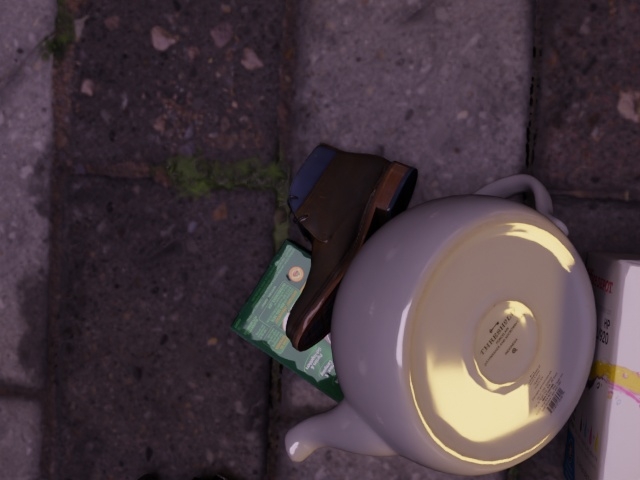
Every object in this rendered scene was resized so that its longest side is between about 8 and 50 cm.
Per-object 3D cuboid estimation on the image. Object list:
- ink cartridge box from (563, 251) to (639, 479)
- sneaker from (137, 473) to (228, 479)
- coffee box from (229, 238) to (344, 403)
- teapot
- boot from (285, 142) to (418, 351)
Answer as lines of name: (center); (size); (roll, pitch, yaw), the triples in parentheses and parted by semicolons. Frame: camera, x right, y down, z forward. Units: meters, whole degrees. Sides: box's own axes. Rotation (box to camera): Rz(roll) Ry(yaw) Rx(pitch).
ink cartridge box: (0.325, 0.132, 0.781); (0.168, 0.171, 0.232); (6, 93, 7)
sneaker: (-0.088, 0.291, 0.891); (0.232, 0.081, 0.090); (0, 100, 9)
coffee box: (0.013, 0.094, 0.887); (0.184, 0.040, 0.113); (32, 94, 5)
teapot: (0.106, 0.071, 0.775); (0.256, 0.187, 0.252); (-5, 97, -29)
boot: (0.000, 0.000, 0.845); (0.106, 0.082, 0.219); (25, 65, 18)
